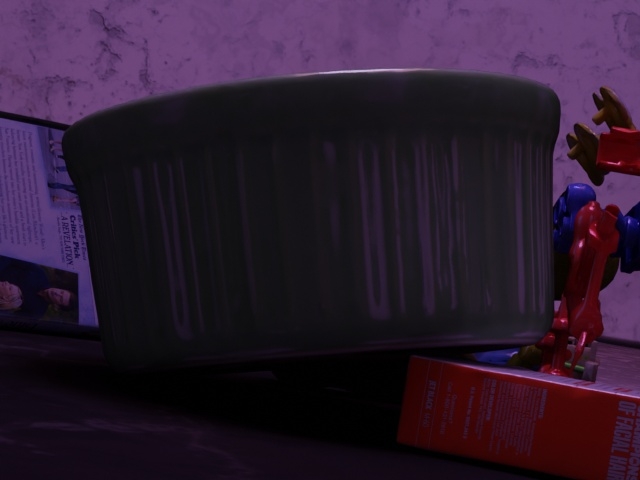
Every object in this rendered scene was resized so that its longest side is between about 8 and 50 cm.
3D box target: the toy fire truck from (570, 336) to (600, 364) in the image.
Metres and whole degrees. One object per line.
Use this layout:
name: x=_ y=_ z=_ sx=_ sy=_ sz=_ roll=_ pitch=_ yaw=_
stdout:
toy fire truck: x=0.201 y=0.079 z=1.825 sx=0.246 sy=0.159 sz=0.217 roll=-1 pitch=3 yaw=-16

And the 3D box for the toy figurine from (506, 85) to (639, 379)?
toy figurine: x=0.260 y=0.038 z=1.148 sx=0.217 sy=0.191 sz=0.362 roll=10 pitch=-12 yaw=1

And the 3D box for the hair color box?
hair color box: x=0.135 y=0.102 z=0.920 sx=0.167 sy=0.053 sz=0.093 roll=8 pitch=-2 yaw=16

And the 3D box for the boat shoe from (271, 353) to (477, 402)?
boat shoe: x=0.036 y=0.083 z=1.182 sx=0.152 sy=0.056 sz=0.049 roll=10 pitch=5 yaw=-10

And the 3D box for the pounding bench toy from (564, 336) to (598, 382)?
pounding bench toy: x=0.229 y=0.117 z=1.602 sx=0.065 sy=0.052 sz=0.083 roll=10 pitch=0 yaw=0

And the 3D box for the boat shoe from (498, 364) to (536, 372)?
boat shoe: x=0.149 y=0.110 z=0.988 sx=0.142 sy=0.049 sz=0.040 roll=16 pitch=-4 yaw=12

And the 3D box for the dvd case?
dvd case: x=-0.253 y=-0.021 z=1.246 sx=0.253 sy=0.180 sz=0.022 roll=10 pitch=-32 yaw=-37

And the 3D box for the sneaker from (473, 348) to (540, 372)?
sneaker: x=0.147 y=0.065 z=1.478 sx=0.111 sy=0.131 sz=0.296 roll=12 pitch=1 yaw=-8

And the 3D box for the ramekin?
ramekin: x=0.000 y=0.000 z=1.011 sx=0.303 sy=0.148 sz=0.303 roll=-5 pitch=-6 yaw=0
